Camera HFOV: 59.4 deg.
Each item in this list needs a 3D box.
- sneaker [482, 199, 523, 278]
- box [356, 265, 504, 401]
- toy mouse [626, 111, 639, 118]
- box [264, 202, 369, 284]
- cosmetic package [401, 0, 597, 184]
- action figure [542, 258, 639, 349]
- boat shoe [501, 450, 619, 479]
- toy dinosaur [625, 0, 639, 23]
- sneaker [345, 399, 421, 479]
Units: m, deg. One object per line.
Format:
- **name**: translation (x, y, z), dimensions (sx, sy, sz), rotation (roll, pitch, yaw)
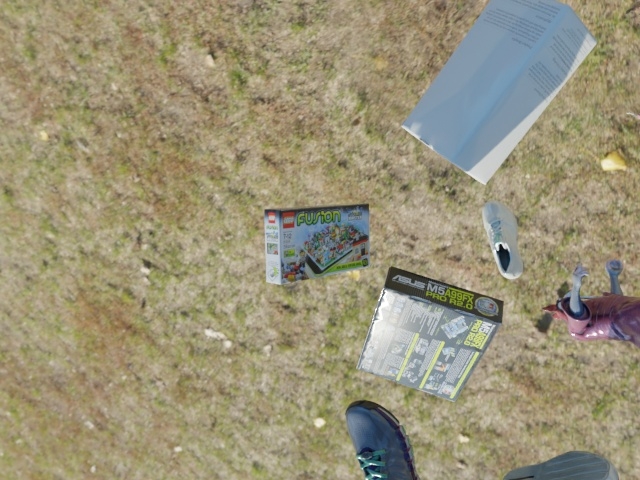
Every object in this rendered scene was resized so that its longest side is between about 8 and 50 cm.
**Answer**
- **sneaker**: translation (0.461, -0.008, 1.430), dimensions (0.080, 0.094, 0.212), rotation (-22, 74, 30)
- **box**: translation (0.201, 0.188, 1.086), dimensions (0.216, 0.060, 0.270), rotation (16, 134, 6)
- **toy mouse**: translation (0.680, -0.235, 1.128), dimensions (0.161, 0.143, 0.031), rotation (21, 116, -38)
- **box**: translation (0.000, 0.000, 0.905), dimensions (0.036, 0.207, 0.114), rotation (5, 100, 45)
- **cosmetic package**: translation (0.372, -0.332, 1.206), dimensions (0.365, 0.155, 0.197), rotation (-55, 44, 18)
- **action figure**: translation (0.655, 0.172, 1.204), dimensions (0.370, 0.248, 0.275), rotation (-18, 80, 60)
- **boat shoe**: translation (0.396, 0.398, 0.905), dimensions (0.076, 0.083, 0.226), rotation (43, 146, -2)
- **toy dinosaur**: translation (0.817, -0.529, 1.252), dimensions (0.200, 0.296, 0.127), rotation (1, 91, 15)
- **sneaker**: translation (0.094, 0.340, 0.802), dimensions (0.083, 0.098, 0.223), rotation (-23, 100, 28)
